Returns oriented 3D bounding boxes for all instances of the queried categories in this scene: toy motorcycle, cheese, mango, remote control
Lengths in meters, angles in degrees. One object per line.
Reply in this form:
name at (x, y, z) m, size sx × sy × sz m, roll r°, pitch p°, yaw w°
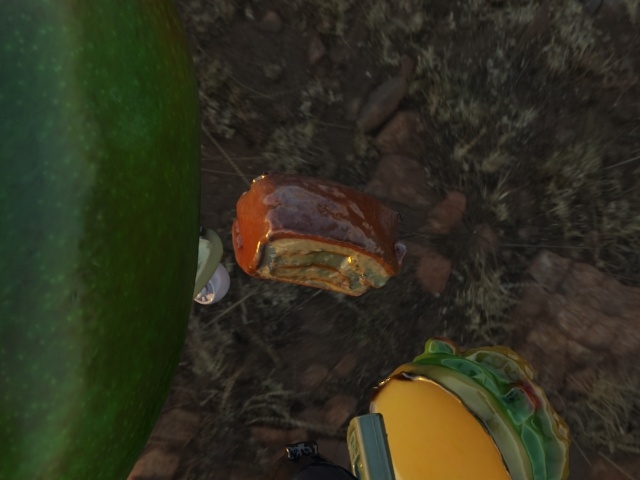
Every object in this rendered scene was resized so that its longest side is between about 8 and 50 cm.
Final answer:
toy motorcycle at (-0.263, 0.062, 1.690) m, size 0.254 × 0.112 × 0.112 m, roll -4°, pitch 90°, yaw 34°
cheese at (-0.212, 0.084, 1.196) m, size 0.127 × 0.251 × 0.054 m, roll -2°, pitch 135°, yaw 32°
mango at (-0.161, -0.025, 0.492) m, size 0.201 × 0.225 × 0.382 m, roll -4°, pitch 74°, yaw 4°
remote control at (0.062, 0.284, 0.954) m, size 0.038 × 0.098 × 0.233 m, roll -7°, pitch 67°, yaw -7°

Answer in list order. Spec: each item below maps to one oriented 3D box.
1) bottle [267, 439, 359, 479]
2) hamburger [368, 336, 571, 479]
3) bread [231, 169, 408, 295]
bottle at (0.026, 0.234, 0.785) m, size 0.072 × 0.244 × 0.082 m, roll -8°, pitch 104°, yaw -22°
hamburger at (0.178, 0.214, 1.132) m, size 0.149 × 0.237 × 0.237 m, roll -26°, pitch 85°, yaw -35°
bread at (0.004, -0.006, 1.412) m, size 0.244 × 0.190 × 0.123 m, roll 7°, pitch 58°, yaw -11°
